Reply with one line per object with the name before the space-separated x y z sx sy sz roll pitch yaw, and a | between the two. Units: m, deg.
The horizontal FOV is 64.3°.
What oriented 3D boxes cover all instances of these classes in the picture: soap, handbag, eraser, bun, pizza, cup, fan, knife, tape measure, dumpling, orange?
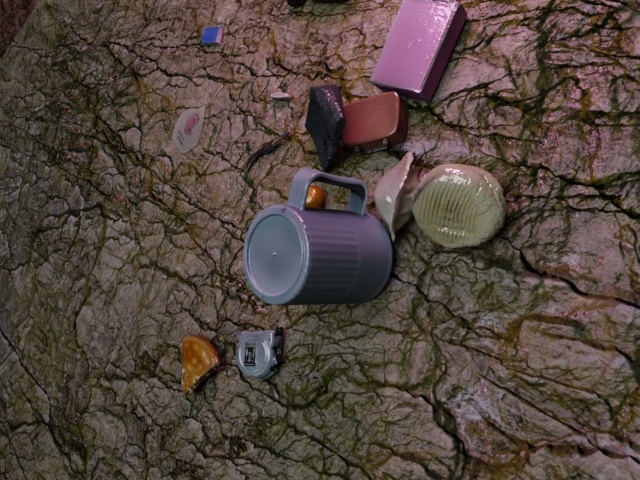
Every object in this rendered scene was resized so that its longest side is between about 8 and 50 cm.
soap | 0.266 -0.524 1.398 0.181 0.081 0.259 25 96 36
handbag | 0.022 -0.324 1.456 0.089 0.270 0.175 -9 68 -12
eraser | -0.413 -0.782 1.947 0.085 0.027 0.063 13 90 35
bun | 0.335 -0.093 1.213 0.221 0.134 0.220 17 129 23
pizza | -0.410 0.415 1.690 0.201 0.053 0.193 33 100 39
cup | 0.009 0.016 1.293 0.331 0.311 0.256 -53 55 27
fan | -0.464 -0.473 1.931 0.310 0.010 0.182 -46 59 19
knife | -0.177 -0.305 1.693 0.222 0.021 0.045 -35 62 29
tape measure | -0.258 0.349 1.581 0.330 0.084 0.163 -12 70 31
dumpling | 0.203 -0.117 1.313 0.126 0.166 0.215 36 99 1
handbag | 0.151 -0.329 1.445 0.194 0.072 0.151 -9 75 31
orange | -0.027 -0.124 1.526 0.083 0.070 0.083 -11 65 24

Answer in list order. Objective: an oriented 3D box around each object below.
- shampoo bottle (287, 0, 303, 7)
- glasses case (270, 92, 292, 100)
shampoo bottle | -0.086 -0.900 1.728 0.064 0.057 0.207 -10 76 33
glasses case | -0.131 -0.478 1.689 0.083 0.032 0.021 11 90 35
